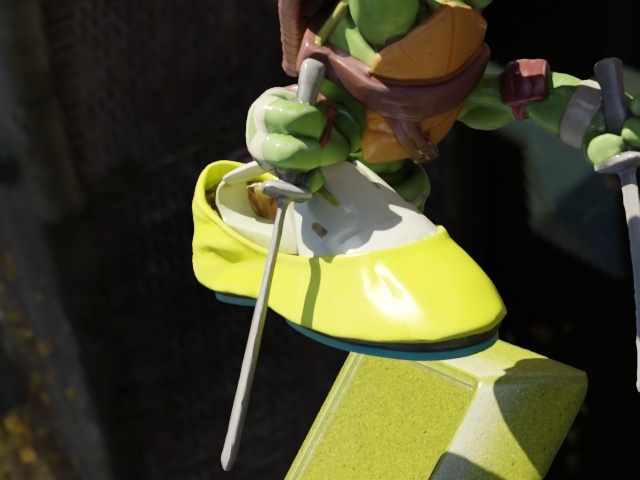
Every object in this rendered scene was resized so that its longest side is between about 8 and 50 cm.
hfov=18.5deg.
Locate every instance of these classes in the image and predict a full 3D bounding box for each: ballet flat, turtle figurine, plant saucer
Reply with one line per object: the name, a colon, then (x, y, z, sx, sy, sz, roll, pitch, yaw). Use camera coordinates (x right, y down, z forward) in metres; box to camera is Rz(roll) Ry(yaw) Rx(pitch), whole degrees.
ballet flat: (0.000, 0.000, 0.891, 0.231, 0.077, 0.077, 14, 116, 61)
turtle figurine: (0.070, -0.072, 0.869, 0.275, 0.197, 0.266, -85, 2, -54)
plant saucer: (0.041, 0.129, 1.095, 0.045, 0.188, 0.188, 31, 174, -30)
